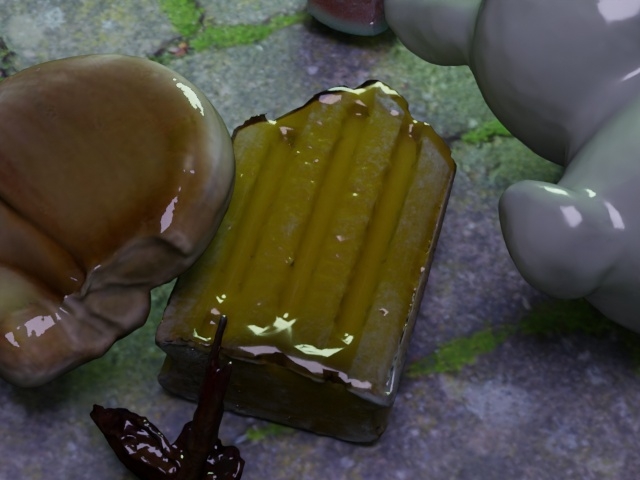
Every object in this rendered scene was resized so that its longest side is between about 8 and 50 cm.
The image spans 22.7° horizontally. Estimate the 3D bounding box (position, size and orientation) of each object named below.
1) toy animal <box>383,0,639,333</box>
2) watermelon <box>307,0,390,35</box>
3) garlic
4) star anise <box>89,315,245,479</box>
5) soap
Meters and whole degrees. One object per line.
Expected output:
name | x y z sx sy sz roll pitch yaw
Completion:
toy animal | 0.179 -0.109 1.108 0.241 0.196 0.367 -13 57 -28
watermelon | 0.027 -0.203 1.258 0.085 0.072 0.092 -17 60 5
garlic | -0.158 -0.025 1.074 0.217 0.110 0.228 -39 53 2
star anise | -0.080 0.140 0.962 0.158 0.144 0.140 -3 63 -7
soap | 0.000 0.000 1.101 0.160 0.080 0.257 15 54 5
